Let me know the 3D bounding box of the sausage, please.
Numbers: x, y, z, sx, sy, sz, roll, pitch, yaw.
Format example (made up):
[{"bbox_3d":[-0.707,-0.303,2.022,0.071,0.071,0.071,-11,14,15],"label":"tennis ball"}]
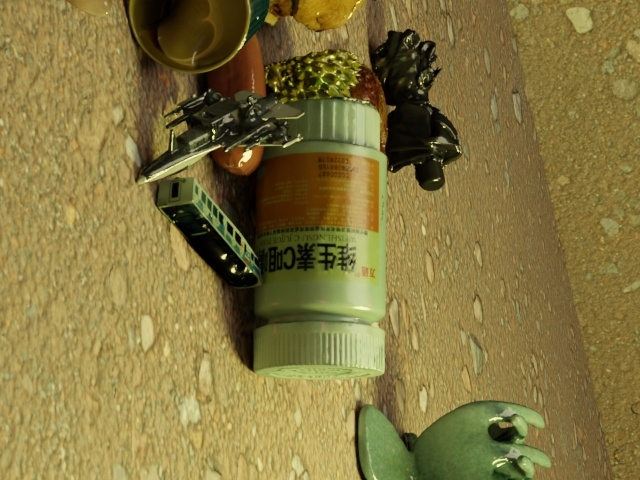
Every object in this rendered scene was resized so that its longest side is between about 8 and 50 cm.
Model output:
[{"bbox_3d":[-0.098,-0.169,1.804,0.077,0.077,0.194,35,48,-66],"label":"sausage"}]

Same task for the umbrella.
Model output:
[{"bbox_3d":[0.150,-0.205,2.502,0.110,0.122,0.272,95,-15,-68],"label":"umbrella"}]

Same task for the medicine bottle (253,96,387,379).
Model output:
[{"bbox_3d":[0.000,0.000,1.839,0.158,0.158,0.318,30,59,-67],"label":"medicine bottle"}]

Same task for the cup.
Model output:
[{"bbox_3d":[-0.136,-0.272,1.687,0.176,0.131,0.155,53,17,-3],"label":"cup"}]

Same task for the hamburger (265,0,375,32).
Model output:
[{"bbox_3d":[-0.027,-0.347,1.941,0.245,0.155,0.282,-50,165,-38],"label":"hamburger"}]

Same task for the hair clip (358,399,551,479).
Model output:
[{"bbox_3d":[0.205,0.389,2.200,0.392,0.238,0.318,43,39,-62],"label":"hair clip"}]

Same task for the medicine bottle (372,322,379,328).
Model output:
[{"bbox_3d":[0.038,0.036,2.078,0.115,0.078,0.219,139,-54,-73],"label":"medicine bottle"}]

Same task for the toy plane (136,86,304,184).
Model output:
[{"bbox_3d":[-0.111,-0.121,1.663,0.234,0.160,0.082,-22,127,-49],"label":"toy plane"}]

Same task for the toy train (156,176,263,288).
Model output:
[{"bbox_3d":[-0.116,-0.003,1.711,0.207,0.043,0.047,54,32,-54],"label":"toy train"}]

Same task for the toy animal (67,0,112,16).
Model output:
[{"bbox_3d":[-0.247,-0.300,1.317,0.165,0.149,0.248,47,24,-35],"label":"toy animal"}]

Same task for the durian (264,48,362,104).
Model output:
[{"bbox_3d":[0.002,-0.184,2.038,0.187,0.119,0.108,2,76,-73],"label":"durian"}]

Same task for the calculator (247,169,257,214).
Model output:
[{"bbox_3d":[-0.041,-0.020,1.969,0.126,0.034,0.190,-73,147,-51],"label":"calculator"}]

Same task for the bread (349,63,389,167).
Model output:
[{"bbox_3d":[0.068,-0.170,2.323,0.193,0.064,0.193,-8,90,-75],"label":"bread"}]
